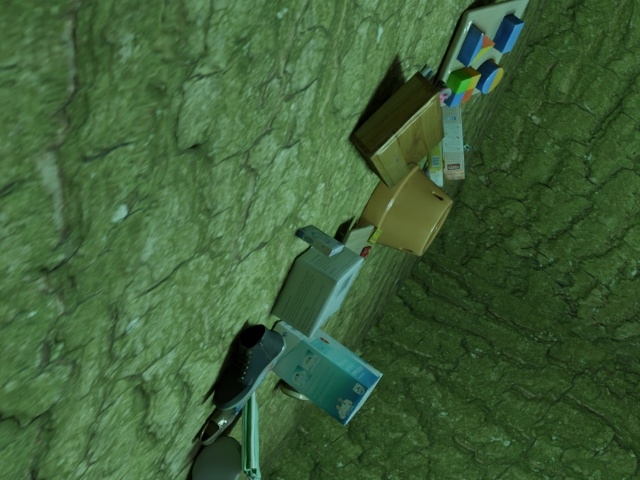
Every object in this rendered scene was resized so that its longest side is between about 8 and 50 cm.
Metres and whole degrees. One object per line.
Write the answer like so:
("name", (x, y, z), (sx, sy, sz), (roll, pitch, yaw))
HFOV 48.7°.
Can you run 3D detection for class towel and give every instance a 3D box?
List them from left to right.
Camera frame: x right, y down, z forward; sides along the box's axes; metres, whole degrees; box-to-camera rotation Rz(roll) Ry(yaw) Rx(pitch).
("towel", (-0.185, 0.523, 1.927), (0.325, 0.038, 0.248), (93, -6, -66))

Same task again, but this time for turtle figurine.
("turtle figurine", (0.459, -0.319, 2.549), (0.175, 0.118, 0.234), (-35, 173, -28))

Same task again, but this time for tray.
("tray", (0.198, -0.246, 1.693), (0.203, 0.076, 0.411), (-44, 169, 5))

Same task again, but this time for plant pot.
("plant pot", (0.270, -0.087, 2.164), (0.291, 0.203, 0.291), (-55, 167, -19))

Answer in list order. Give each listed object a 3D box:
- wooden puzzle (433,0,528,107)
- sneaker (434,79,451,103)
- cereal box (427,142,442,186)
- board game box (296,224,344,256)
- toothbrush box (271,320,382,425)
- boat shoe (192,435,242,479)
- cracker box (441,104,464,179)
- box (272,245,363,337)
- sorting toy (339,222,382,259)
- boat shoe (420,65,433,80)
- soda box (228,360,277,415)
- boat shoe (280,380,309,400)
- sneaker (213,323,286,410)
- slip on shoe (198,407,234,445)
("wooden puzzle", (0.460, -0.520, 2.015), (0.347, 0.080, 0.322), (-31, 152, -38))
("sneaker", (0.306, -0.393, 1.945), (0.047, 0.057, 0.119), (3, 147, -43))
("cereal box", (0.360, -0.276, 2.236), (0.240, 0.047, 0.173), (43, 44, -77))
("board game box", (0.000, 0.000, 1.581), (0.020, 0.090, 0.090), (-62, 167, 16))
("toothbrush box", (0.000, 0.340, 1.910), (0.126, 0.295, 0.216), (-58, 167, 7))
("boat shoe", (-0.280, 0.622, 1.960), (0.341, 0.127, 0.158), (-63, 180, 31))
("cracker box", (0.422, -0.319, 2.259), (0.155, 0.067, 0.233), (23, 64, -77))
("box", (-0.005, 0.112, 1.759), (0.181, 0.119, 0.182), (-37, 156, -59))
("sorting toy", (0.080, 0.010, 1.976), (0.274, 0.046, 0.132), (-15, 136, -57))
("boat shoe", (0.246, -0.370, 1.772), (0.142, 0.040, 0.049), (-57, 167, -6))
("soda box", (-0.179, 0.338, 1.748), (0.183, 0.063, 0.058), (-50, 165, -33))
("boat shoe", (-0.045, 0.460, 2.470), (0.342, 0.123, 0.123), (-12, 119, -73))
("sneaker", (-0.185, 0.282, 1.614), (0.222, 0.083, 0.118), (-50, 148, -6))
("slip on shoe", (-0.255, 0.449, 1.758), (0.135, 0.051, 0.041), (-48, 168, -12))
